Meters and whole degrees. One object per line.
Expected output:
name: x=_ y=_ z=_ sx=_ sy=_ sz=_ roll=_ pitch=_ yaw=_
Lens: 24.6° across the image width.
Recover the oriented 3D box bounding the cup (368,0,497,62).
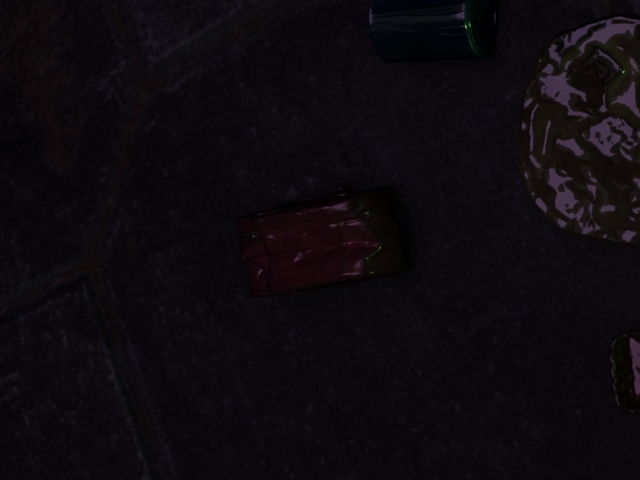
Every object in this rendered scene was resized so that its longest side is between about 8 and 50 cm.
cup: x=0.150 y=-0.308 z=1.917 sx=0.138 sy=0.113 sz=0.150 roll=3 pitch=95 yaw=29

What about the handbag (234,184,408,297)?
handbag: x=0.000 y=0.000 z=1.999 sx=0.225 sy=0.146 sz=0.135 roll=-10 pitch=92 yaw=30

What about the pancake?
pancake: x=0.371 y=-0.137 z=1.830 sx=0.295 sy=0.049 sz=0.294 roll=3 pitch=96 yaw=29

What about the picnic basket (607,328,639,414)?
picnic basket: x=0.450 y=0.154 z=1.788 sx=0.193 sy=0.055 sz=0.110 roll=-7 pitch=89 yaw=30
